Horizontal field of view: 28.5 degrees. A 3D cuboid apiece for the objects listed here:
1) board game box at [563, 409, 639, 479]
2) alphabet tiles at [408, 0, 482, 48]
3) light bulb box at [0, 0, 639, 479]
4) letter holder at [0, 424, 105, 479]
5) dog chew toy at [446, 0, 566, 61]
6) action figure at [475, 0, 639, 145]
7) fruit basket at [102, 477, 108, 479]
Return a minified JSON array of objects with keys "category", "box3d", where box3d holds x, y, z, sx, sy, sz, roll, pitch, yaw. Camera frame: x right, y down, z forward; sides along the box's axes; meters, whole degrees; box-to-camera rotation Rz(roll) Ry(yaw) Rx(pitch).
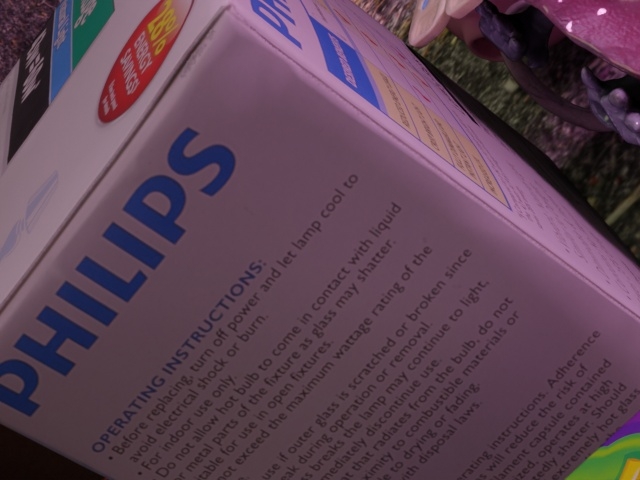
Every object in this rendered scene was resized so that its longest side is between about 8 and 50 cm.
[{"category":"board game box","box3d":[0.141,0.193,0.513,0.275,0.144,0.142,-47,25,16]},{"category":"alphabet tiles","box3d":[0.119,-0.271,0.810,0.284,0.021,0.278,153,135,-68]},{"category":"light bulb box","box3d":[0.000,0.000,0.744,0.225,0.361,0.358,-50,25,14]},{"category":"letter holder","box3d":[-0.207,0.145,1.137,0.302,0.214,0.152,-36,40,43]},{"category":"dog chew toy","box3d":[0.174,-0.296,1.009,0.206,0.206,0.332,-15,55,55]},{"category":"action figure","box3d":[0.292,-0.206,0.761,0.370,0.248,0.276,-44,-14,2]},{"category":"fruit basket","box3d":[-0.137,0.276,0.956,0.327,0.165,0.353,-36,15,35]}]
